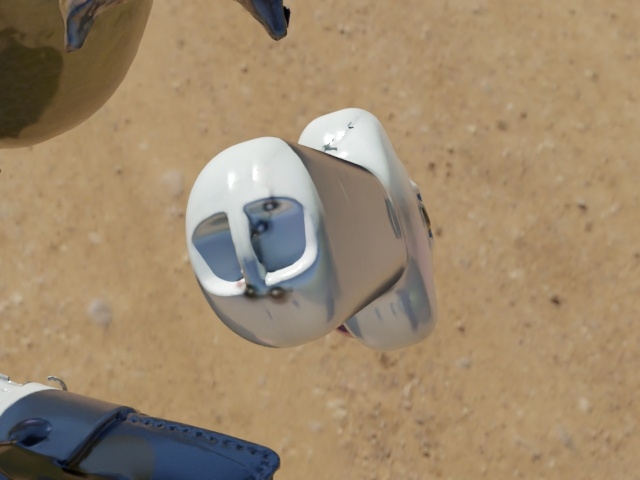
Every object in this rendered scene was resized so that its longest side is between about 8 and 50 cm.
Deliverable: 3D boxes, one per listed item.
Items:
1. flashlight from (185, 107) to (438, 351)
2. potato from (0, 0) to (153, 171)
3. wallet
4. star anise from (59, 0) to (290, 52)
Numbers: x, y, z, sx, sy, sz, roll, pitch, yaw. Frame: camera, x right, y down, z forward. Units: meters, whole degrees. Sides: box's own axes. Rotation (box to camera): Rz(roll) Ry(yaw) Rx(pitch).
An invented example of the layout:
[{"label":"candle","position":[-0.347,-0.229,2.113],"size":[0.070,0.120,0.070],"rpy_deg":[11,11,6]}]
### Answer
[{"label":"flashlight","position":[0.000,0.000,0.505],"size":[0.047,0.200,0.093],"rpy_deg":[-17,89,14]},{"label":"potato","position":[-0.144,-0.140,0.574],"size":[0.159,0.251,0.174],"rpy_deg":[-16,26,-17]},{"label":"wallet","position":[-0.139,0.118,0.617],"size":[0.231,0.069,0.170],"rpy_deg":[15,44,28]},{"label":"star anise","position":[-0.042,-0.103,0.466],"size":[0.141,0.042,0.141],"rpy_deg":[-9,33,6]}]
